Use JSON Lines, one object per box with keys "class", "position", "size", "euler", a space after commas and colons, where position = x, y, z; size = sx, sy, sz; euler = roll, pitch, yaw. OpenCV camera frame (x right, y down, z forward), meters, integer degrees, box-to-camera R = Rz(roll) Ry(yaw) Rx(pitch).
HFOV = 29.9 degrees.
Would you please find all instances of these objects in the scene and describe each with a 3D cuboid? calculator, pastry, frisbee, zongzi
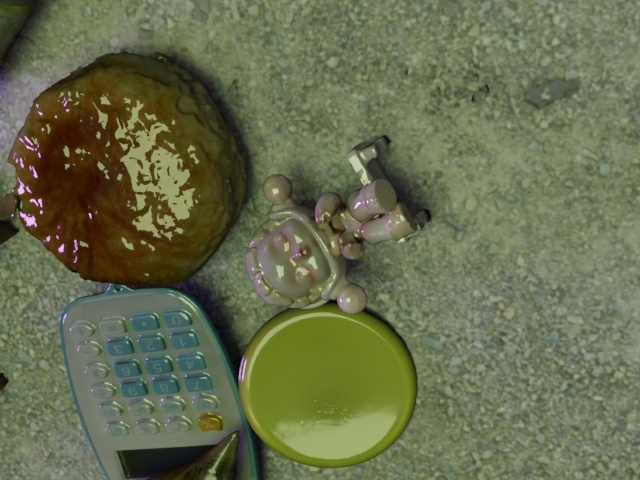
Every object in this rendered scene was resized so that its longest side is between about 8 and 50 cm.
{"class": "calculator", "position": [-0.219, 0.224, 1.651], "size": [0.256, 0.054, 0.386], "euler": [-7, 113, 22]}
{"class": "pastry", "position": [-0.251, -0.091, 1.538], "size": [0.330, 0.136, 0.329], "euler": [7, 110, 20]}
{"class": "frisbee", "position": [0.008, 0.193, 1.569], "size": [0.236, 0.017, 0.236], "euler": [1, 104, 4]}
{"class": "zongzi", "position": [-0.210, 0.327, 1.618], "size": [0.205, 0.094, 0.204], "euler": [12, 112, 14]}

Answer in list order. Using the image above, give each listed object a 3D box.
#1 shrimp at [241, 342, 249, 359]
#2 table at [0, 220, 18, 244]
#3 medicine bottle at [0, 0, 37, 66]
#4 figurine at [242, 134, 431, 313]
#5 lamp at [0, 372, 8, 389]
{"class": "shrimp", "position": [-0.076, 0.180, 1.623], "size": [0.038, 0.029, 0.092], "euler": [-39, 85, 34]}
{"class": "table", "position": [-0.556, 0.011, 1.684], "size": [0.227, 0.167, 0.167], "euler": [-31, 94, 17]}
{"class": "medicine bottle", "position": [-0.445, -0.317, 1.530], "size": [0.151, 0.151, 0.322], "euler": [40, 116, 4]}
{"class": "figurine", "position": [-0.001, -0.008, 1.485], "size": [0.257, 0.144, 0.182], "euler": [-30, 115, 23]}
{"class": "lamp", "position": [-0.625, 0.151, 1.779], "size": [0.325, 0.089, 0.090], "euler": [38, 114, 4]}
